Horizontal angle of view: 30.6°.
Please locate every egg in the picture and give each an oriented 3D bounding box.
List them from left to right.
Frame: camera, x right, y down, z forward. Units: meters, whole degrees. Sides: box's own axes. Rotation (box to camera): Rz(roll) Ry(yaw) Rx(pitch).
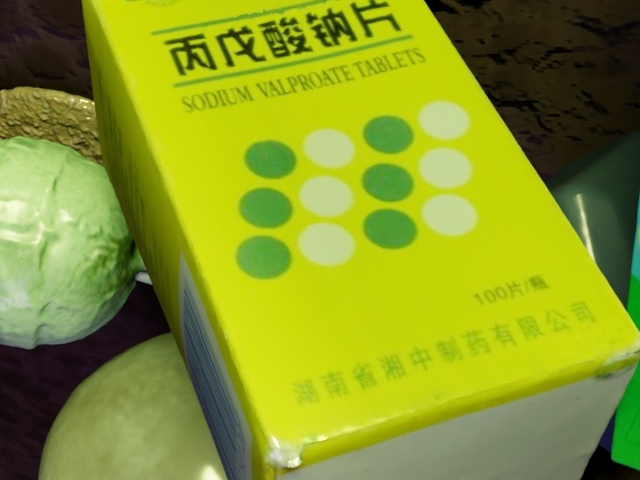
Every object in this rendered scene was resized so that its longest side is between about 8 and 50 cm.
[{"bbox_3d":[-0.019,0.194,0.757,0.258,0.258,0.352,-15,139,39],"label":"egg"}]

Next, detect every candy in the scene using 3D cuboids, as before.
[{"bbox_3d":[-0.013,0.027,0.667,0.440,0.119,0.119,9,145,-5],"label":"candy"}]

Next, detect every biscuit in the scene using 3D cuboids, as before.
[{"bbox_3d":[-0.151,-0.048,0.703,0.120,0.015,0.120,13,143,10],"label":"biscuit"}]

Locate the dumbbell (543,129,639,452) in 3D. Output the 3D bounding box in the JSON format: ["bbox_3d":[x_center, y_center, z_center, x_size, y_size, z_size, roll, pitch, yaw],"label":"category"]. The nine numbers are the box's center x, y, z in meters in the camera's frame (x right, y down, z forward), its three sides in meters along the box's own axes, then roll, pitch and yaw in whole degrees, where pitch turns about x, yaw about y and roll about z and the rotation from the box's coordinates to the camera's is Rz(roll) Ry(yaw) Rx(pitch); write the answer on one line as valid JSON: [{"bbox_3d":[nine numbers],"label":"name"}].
[{"bbox_3d":[0.222,-0.014,0.465,0.160,0.144,0.325,36,141,-19],"label":"dumbbell"}]

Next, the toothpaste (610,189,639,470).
[{"bbox_3d":[0.149,-0.045,0.389,0.065,0.050,0.266,16,108,45],"label":"toothpaste"}]

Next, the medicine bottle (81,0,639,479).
[{"bbox_3d":[0.000,0.000,0.477,0.137,0.250,0.141,-17,146,-13],"label":"medicine bottle"}]

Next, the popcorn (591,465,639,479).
[{"bbox_3d":[0.248,0.258,0.769,0.212,0.259,0.259,-26,126,27],"label":"popcorn"}]
